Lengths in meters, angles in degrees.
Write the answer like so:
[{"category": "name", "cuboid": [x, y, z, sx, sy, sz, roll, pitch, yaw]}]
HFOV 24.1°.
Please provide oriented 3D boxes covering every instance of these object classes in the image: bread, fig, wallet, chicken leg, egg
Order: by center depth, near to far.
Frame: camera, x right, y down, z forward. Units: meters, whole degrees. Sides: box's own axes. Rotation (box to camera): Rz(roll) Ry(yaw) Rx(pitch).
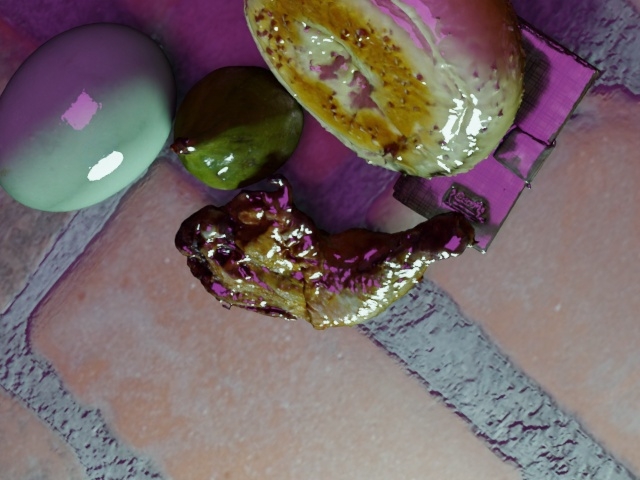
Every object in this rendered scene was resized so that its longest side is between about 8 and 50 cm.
[{"category": "bread", "cuboid": [0.068, -0.203, 1.454, 0.305, 0.159, 0.306, 31, 148, 22]}, {"category": "fig", "cuboid": [-0.102, -0.127, 1.538, 0.133, 0.185, 0.127, -23, 68, 23]}, {"category": "wallet", "cuboid": [0.180, -0.111, 1.551, 0.124, 0.042, 0.230, 34, 105, 8]}, {"category": "egg", "cuboid": [-0.250, -0.126, 1.568, 0.231, 0.168, 0.168, -43, 92, 19]}, {"category": "chicken leg", "cuboid": [0.002, 0.010, 1.576, 0.322, 0.083, 0.177, 13, 132, 9]}]
